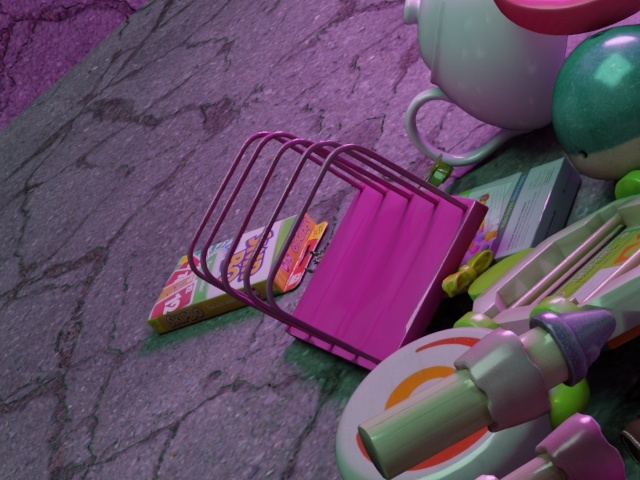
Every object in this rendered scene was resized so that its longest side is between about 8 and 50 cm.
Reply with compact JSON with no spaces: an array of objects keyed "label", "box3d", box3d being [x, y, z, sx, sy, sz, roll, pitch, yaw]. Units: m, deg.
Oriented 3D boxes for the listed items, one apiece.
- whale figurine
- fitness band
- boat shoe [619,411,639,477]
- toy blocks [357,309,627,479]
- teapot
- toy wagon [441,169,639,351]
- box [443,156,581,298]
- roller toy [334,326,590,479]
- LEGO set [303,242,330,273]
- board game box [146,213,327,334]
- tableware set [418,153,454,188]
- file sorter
[{"label":"whale figurine","box3d":[0.350,-0.176,1.618,0.272,0.141,0.216,-37,14,-19]},{"label":"fitness band","box3d":[0.303,-0.324,1.648,0.291,0.054,0.209,-34,51,-1]},{"label":"boat shoe","box3d":[0.275,0.192,1.198,0.073,0.073,0.207,-40,24,-3]},{"label":"toy blocks","box3d":[0.222,0.218,1.050,0.260,0.309,0.288,-28,35,-12]},{"label":"teapot","box3d":[0.187,-0.244,1.825,0.187,0.252,0.256,7,69,6]},{"label":"toy wagon","box3d":[0.240,0.026,1.471,0.267,0.068,0.344,-38,10,-29]},{"label":"box","box3d":[0.179,-0.007,1.720,0.186,0.038,0.145,-19,32,42]},{"label":"roller toy","box3d":[0.120,0.184,1.350,0.209,0.146,0.191,9,52,47]},{"label":"LEGO set","box3d":[0.015,0.019,1.946,0.083,0.023,0.054,-31,25,-10]},{"label":"board game box","box3d":[-0.109,0.041,2.072,0.259,0.039,0.124,-17,34,38]},{"label":"tableware set","box3d":[0.104,-0.029,1.839,0.154,0.024,0.104,-54,3,14]},{"label":"file sorter","box3d":[0.000,0.000,1.711,0.202,0.182,0.291,-62,22,-5]}]
